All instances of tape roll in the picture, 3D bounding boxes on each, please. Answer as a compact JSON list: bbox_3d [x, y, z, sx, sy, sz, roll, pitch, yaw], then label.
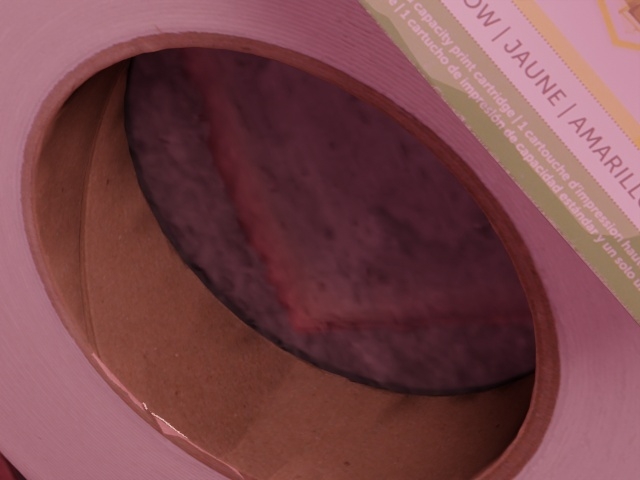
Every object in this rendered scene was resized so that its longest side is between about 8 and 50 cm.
[{"bbox_3d":[0.000,0.000,0.700,0.392,0.072,0.392,17,132,20],"label":"tape roll"}]

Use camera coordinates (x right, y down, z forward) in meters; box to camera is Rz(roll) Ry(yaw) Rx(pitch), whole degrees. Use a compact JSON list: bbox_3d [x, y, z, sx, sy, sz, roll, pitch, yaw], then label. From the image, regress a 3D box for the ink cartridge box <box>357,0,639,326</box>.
[{"bbox_3d":[0.129,-0.102,0.489,0.235,0.056,0.171,-37,102,25],"label":"ink cartridge box"}]
